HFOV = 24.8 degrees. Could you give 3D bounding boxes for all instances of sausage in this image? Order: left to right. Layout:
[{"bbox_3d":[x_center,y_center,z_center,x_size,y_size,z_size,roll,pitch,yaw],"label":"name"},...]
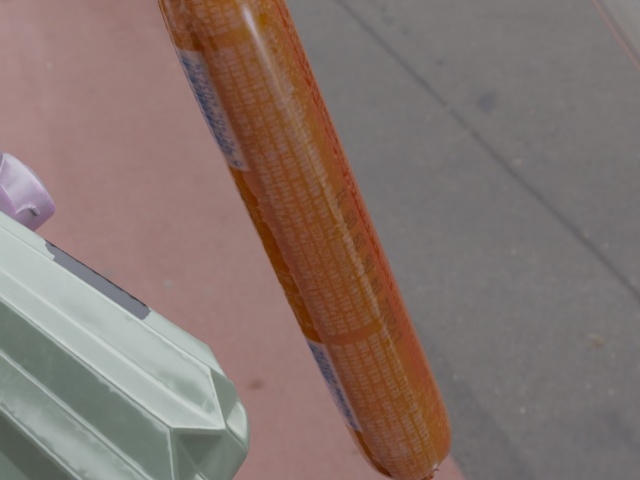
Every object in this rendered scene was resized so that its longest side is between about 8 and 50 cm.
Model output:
[{"bbox_3d":[0.000,0.000,0.675,0.053,0.347,0.053,-14,38,11],"label":"sausage"}]

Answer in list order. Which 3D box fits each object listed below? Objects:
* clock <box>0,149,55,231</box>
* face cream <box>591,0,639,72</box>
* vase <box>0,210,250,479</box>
[{"bbox_3d":[-0.414,-0.131,1.383,0.113,0.295,0.322,-42,38,-15],"label":"clock"},{"bbox_3d":[0.164,-0.069,0.555,0.072,0.182,0.051,-42,8,7],"label":"face cream"},{"bbox_3d":[-0.209,0.035,0.783,0.360,0.165,0.165,42,30,-10],"label":"vase"}]
